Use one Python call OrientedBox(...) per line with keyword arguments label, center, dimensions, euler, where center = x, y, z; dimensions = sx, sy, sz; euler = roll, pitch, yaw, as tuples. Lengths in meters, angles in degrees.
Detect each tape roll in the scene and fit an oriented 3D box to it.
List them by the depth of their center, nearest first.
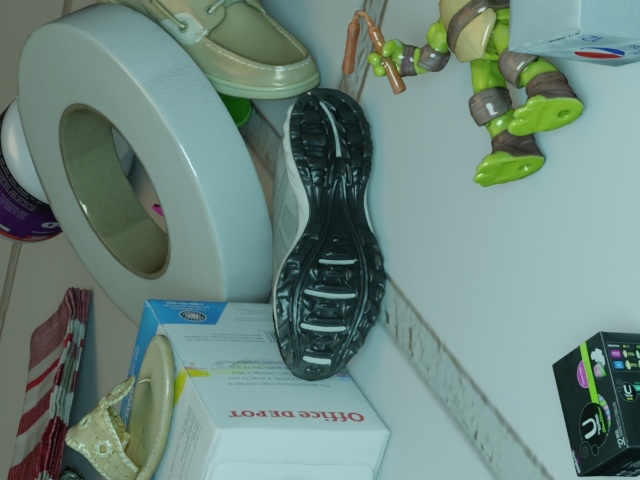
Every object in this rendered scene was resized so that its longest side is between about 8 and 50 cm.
OrientedBox(label="tape roll", center=(-0.196, -0.066, 1.676), dimensions=(0.392, 0.072, 0.392), euler=(38, 144, 34))

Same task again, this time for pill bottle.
OrientedBox(label="pill bottle", center=(-0.366, -0.113, 2.119), dimensions=(0.323, 0.181, 0.181), euler=(-25, 63, 61))

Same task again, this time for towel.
OrientedBox(label="towel", center=(-0.401, 0.252, 2.221), dimensions=(0.237, 0.037, 0.329), euler=(136, 145, -55))

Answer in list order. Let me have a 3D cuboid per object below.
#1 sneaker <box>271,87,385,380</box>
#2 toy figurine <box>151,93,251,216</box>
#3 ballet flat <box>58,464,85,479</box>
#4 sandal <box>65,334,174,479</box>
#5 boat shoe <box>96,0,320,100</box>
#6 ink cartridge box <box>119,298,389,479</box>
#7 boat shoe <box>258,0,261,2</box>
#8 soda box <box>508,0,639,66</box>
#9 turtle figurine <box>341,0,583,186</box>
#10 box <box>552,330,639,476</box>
OrientedBox(label="sneaker", center=(0.000, 0.000, 1.456), dimensions=(0.108, 0.100, 0.271), euler=(133, 141, -68))
OrientedBox(label="toy figurine", center=(-0.165, -0.104, 1.774), dimensions=(0.173, 0.130, 0.159), euler=(45, 136, 38))
OrientedBox(label="ballet flat", center=(-0.330, 0.372, 2.089), dimensions=(0.221, 0.077, 0.079), euler=(-128, 52, -61))
OrientedBox(label="sandal", center=(-0.198, 0.198, 1.438), dimensions=(0.088, 0.079, 0.240), euler=(-126, 46, -54))
OrientedBox(label="boat shoe", center=(-0.121, -0.238, 1.610), dimensions=(0.302, 0.109, 0.098), euler=(34, 131, 33))
OrientedBox(label="ink cartridge box", center=(-0.073, 0.185, 1.468), dimensions=(0.232, 0.171, 0.168), euler=(-127, 47, -55))
OrientedBox(label="boat shoe", center=(-0.094, -0.381, 1.684), dimensions=(0.096, 0.116, 0.324), euler=(-121, 37, -46))
OrientedBox(label="soda box", center=(0.196, -0.270, 1.076), dimensions=(0.091, 0.098, 0.286), euler=(174, 99, -64))
OrientedBox(label="turtle figurine", center=(0.122, -0.154, 1.223), dimensions=(0.269, 0.087, 0.217), euler=(-45, 53, 41))
OrientedBox(label="box", center=(0.201, 0.111, 1.051), dimensions=(0.062, 0.052, 0.083), euler=(-47, 46, 51))
